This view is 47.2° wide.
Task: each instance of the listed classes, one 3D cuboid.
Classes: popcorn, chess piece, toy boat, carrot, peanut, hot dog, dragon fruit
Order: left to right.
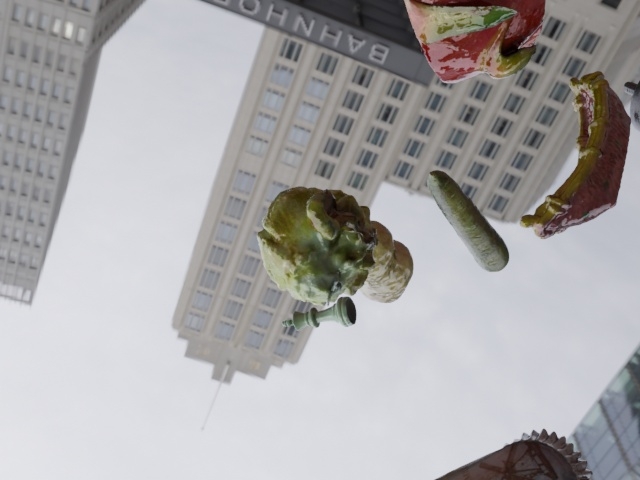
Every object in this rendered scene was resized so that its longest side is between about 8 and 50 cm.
[{"bbox_3d":[-0.008,0.150,1.417,0.149,0.059,0.059,-14,-159,20],"label":"chess piece"},{"bbox_3d":[0.000,0.000,1.113,0.197,0.212,0.198,9,-120,-16],"label":"popcorn"},{"bbox_3d":[0.137,0.047,1.690,0.147,0.147,0.319,41,170,29],"label":"peanut"},{"bbox_3d":[0.129,0.263,0.652,0.131,0.252,0.069,59,-175,27],"label":"hot dog"},{"bbox_3d":[0.292,-0.037,1.444,0.358,0.074,0.074,44,-173,-47],"label":"carrot"},{"bbox_3d":[0.233,-0.374,1.065,0.189,0.291,0.291,-10,-159,20],"label":"dragon fruit"},{"bbox_3d":[0.337,-0.114,0.929,0.099,0.141,0.318,18,-130,15],"label":"toy boat"}]

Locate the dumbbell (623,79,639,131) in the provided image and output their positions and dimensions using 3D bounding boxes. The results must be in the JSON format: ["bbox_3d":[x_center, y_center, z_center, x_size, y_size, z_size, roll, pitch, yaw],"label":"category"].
[{"bbox_3d":[0.660,-0.227,1.287,0.143,0.143,0.325,5,-156,-30],"label":"dumbbell"}]
